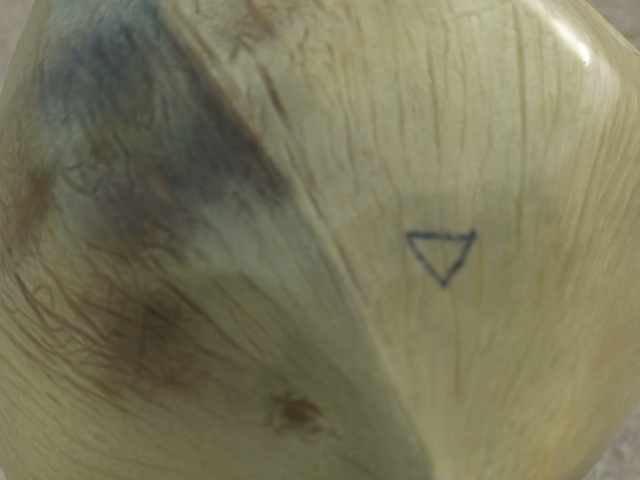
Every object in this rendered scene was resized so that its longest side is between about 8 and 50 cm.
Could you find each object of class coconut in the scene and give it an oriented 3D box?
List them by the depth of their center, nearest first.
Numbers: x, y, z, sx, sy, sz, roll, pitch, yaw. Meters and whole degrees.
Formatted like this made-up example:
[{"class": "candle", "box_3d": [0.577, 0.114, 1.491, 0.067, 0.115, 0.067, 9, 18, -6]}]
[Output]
[{"class": "coconut", "box_3d": [0.000, 0.000, 0.489, 0.224, 0.224, 0.224, 1, 33, -1]}]
